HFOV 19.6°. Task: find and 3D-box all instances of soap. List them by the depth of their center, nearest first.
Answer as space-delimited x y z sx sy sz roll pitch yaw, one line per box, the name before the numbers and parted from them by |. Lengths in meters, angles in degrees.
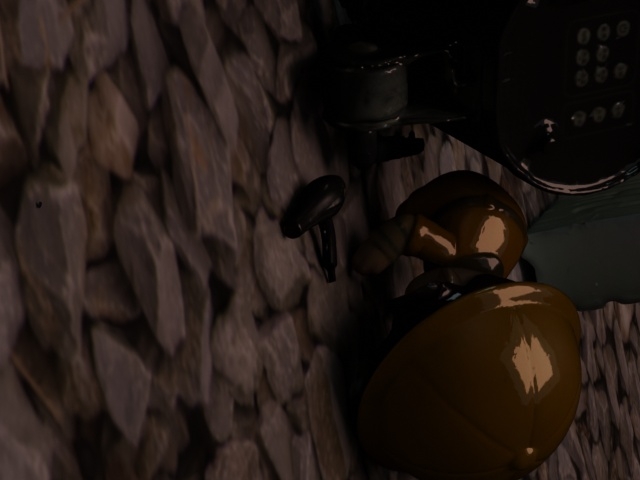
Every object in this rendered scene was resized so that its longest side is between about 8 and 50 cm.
soap | 0.329 -0.008 1.985 0.289 0.173 0.095 -35 113 -67

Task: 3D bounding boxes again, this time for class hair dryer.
hair dryer | 0.000 0.000 1.333 0.079 0.031 0.083 -48 135 -51

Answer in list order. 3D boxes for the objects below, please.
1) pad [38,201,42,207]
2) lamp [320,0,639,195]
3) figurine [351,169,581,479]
pad | -0.090 0.144 0.981 0.250 0.055 0.323 30 54 -64
lamp | 0.169 -0.170 1.472 0.272 0.374 0.205 -112 -161 -63
figurine | 0.114 0.065 1.404 0.192 0.167 0.257 37 43 -43
